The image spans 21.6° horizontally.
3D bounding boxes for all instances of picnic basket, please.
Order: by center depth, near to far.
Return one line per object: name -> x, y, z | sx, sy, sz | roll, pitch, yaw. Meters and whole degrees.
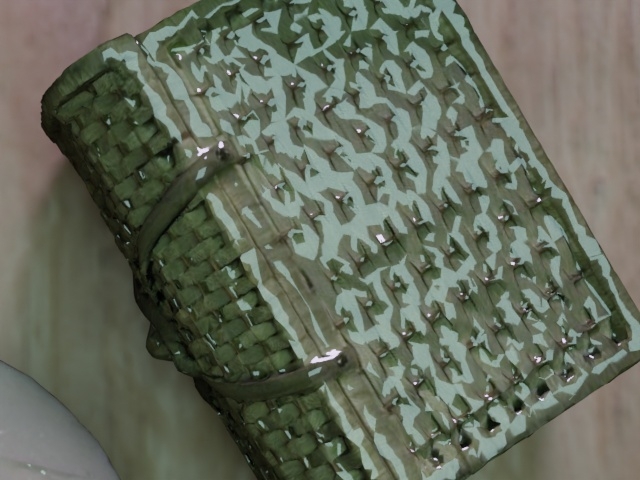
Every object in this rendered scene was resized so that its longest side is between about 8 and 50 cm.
picnic basket -> 0.000, 0.000, 0.641 | 0.154, 0.134, 0.196 | -32, 91, -11

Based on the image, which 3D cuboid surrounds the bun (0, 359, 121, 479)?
bun -> -0.160, 0.128, 0.599 | 0.172, 0.120, 0.173 | 18, 47, -20
